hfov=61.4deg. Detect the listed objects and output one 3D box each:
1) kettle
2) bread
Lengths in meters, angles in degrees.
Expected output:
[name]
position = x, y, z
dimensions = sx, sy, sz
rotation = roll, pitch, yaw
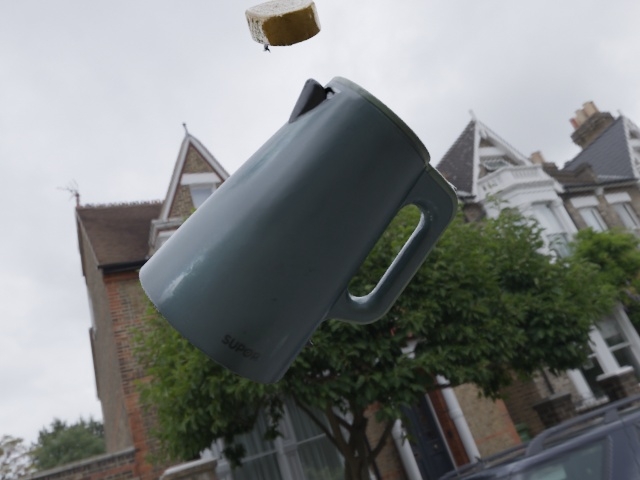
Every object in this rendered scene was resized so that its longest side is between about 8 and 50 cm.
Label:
[kettle]
position = 0.000, 0.000, 0.490
dimensions = 0.210, 0.160, 0.243
rotation = 40, -87, -22
[bread]
position = -0.067, -0.413, 1.025
dimensions = 0.122, 0.149, 0.073
rotation = -30, -52, -19
